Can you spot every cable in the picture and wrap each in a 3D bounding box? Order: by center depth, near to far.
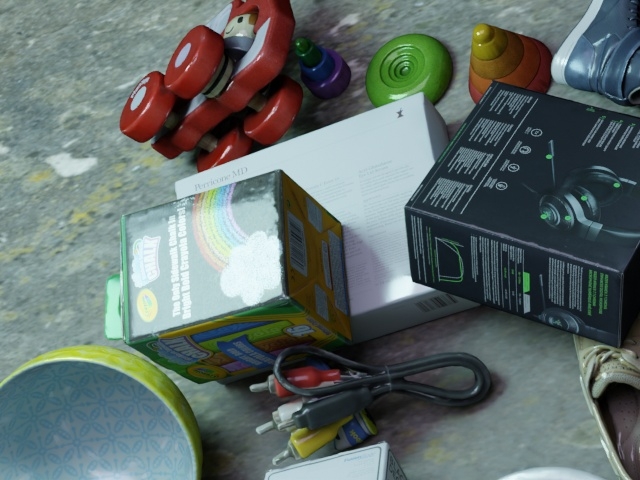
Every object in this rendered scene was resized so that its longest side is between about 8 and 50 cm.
[{"bbox_3d":[0.055,0.169,1.709,0.287,0.072,0.139,-17,95,-7],"label":"cable"}]

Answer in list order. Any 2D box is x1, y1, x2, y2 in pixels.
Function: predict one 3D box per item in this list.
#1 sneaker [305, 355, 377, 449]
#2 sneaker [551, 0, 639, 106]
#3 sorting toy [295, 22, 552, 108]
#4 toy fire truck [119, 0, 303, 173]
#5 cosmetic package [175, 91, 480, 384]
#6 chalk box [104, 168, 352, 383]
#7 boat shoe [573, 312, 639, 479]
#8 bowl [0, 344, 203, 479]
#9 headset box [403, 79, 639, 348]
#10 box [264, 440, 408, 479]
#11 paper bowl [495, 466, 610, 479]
[{"bbox_3d":[0.012,0.201,1.778,0.059,0.053,0.144,-40,53,7],"label":"sneaker"},{"bbox_3d":[0.410,-0.272,1.769,0.163,0.086,0.226,31,93,46],"label":"sneaker"},{"bbox_3d":[0.120,-0.249,1.899,0.366,0.126,0.127,3,68,28],"label":"sorting toy"},{"bbox_3d":[-0.137,-0.244,1.974,0.302,0.169,0.253,-35,35,45],"label":"toy fire truck"},{"bbox_3d":[0.000,0.000,1.856,0.377,0.097,0.284,-18,62,19],"label":"cosmetic package"},{"bbox_3d":[-0.131,0.057,1.735,0.289,0.179,0.180,-15,62,22],"label":"chalk box"},{"bbox_3d":[0.345,0.156,1.593,0.109,0.098,0.302,-19,59,19],"label":"boat shoe"},{"bbox_3d":[-0.277,0.246,1.826,0.290,0.289,0.156,-20,17,19],"label":"bowl"},{"bbox_3d":[0.278,-0.035,1.635,0.283,0.131,0.246,17,51,24],"label":"headset box"},{"bbox_3d":[0.007,0.375,1.601,0.169,0.087,0.290,-18,33,19],"label":"box"},{"bbox_3d":[0.262,0.387,1.481,0.284,0.148,0.284,-11,68,28],"label":"paper bowl"}]
